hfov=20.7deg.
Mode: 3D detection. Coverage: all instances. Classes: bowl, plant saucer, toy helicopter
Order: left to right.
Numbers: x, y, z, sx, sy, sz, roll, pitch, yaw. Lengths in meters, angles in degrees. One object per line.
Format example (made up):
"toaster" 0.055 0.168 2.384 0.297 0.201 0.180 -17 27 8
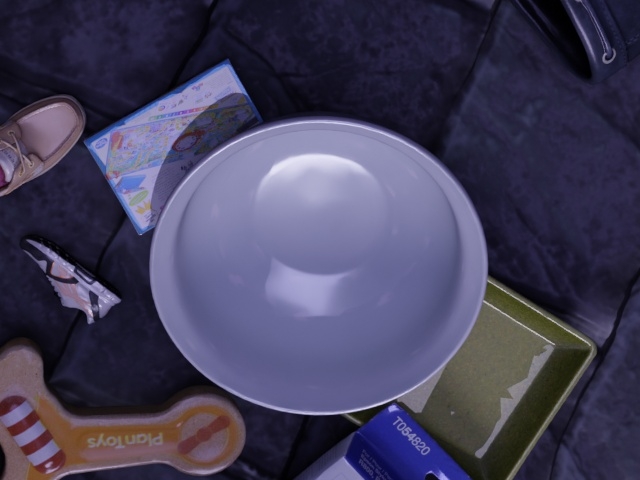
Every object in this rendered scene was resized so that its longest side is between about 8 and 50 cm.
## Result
"toy helicopter" -0.245 0.203 1.620 0.355 0.140 0.235 -3 103 -7
"bowl" 0.000 0.000 1.585 0.298 0.134 0.298 1 117 2
"plant saucer" 0.137 0.126 1.685 0.188 0.045 0.188 32 97 -10

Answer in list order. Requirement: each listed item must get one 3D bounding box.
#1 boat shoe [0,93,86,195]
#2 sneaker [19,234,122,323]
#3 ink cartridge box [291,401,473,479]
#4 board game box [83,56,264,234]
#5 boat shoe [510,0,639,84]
"boat shoe" -0.287 -0.072 1.600 0.170 0.059 0.063 -36 102 2
"sneaker" -0.239 0.037 1.636 0.109 0.040 0.044 39 97 -11
"ink cartridge box" 0.059 0.300 1.684 0.224 0.045 0.223 -41 104 15
"board game box" -0.127 -0.088 1.629 0.154 0.026 0.103 -29 102 0
"boat shoe" 0.125 -0.327 1.532 0.500 0.187 0.156 40 89 -16
